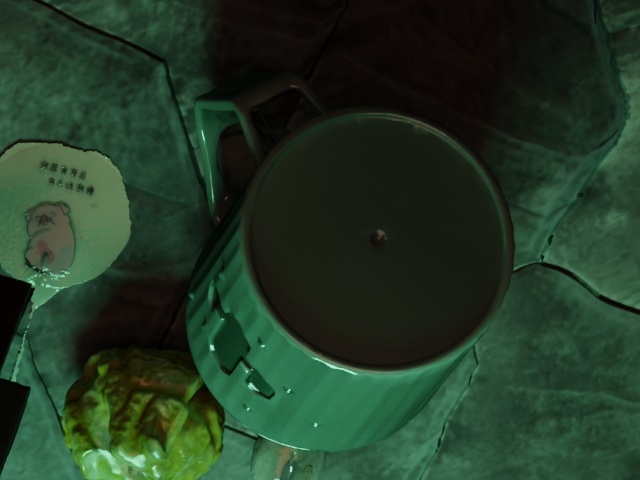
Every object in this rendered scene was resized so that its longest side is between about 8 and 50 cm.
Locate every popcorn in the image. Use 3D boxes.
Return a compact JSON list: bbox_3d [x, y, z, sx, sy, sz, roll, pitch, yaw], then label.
[{"bbox_3d":[-0.203,0.214,1.611,0.187,0.167,0.185,-7,135,28],"label":"popcorn"}]

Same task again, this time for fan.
[{"bbox_3d":[-0.326,0.038,1.625,0.182,0.010,0.310,13,101,-11],"label":"fan"}]

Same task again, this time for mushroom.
[{"bbox_3d":[0.001,0.203,1.675,0.092,0.081,0.223,36,94,5],"label":"mushroom"}]

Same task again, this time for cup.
[{"bbox_3d":[-0.011,0.021,1.451,0.401,0.392,0.310,32,73,1],"label":"cup"}]

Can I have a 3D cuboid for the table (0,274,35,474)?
[{"bbox_3d":[-0.446,0.135,1.383,0.282,0.196,0.251,15,146,-2],"label":"table"}]
